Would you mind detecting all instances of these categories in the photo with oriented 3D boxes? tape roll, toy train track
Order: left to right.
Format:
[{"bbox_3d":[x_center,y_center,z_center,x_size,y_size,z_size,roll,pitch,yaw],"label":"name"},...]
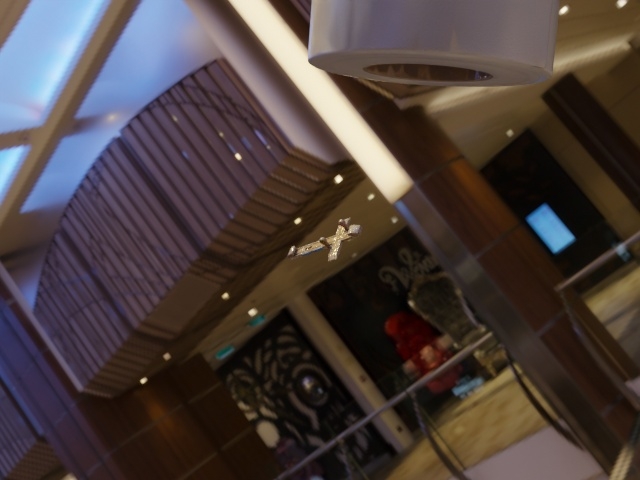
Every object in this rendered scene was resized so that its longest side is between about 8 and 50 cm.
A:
[{"bbox_3d":[0.000,0.000,0.672,0.083,0.014,0.048,-20,37,39],"label":"toy train track"},{"bbox_3d":[0.113,-0.250,0.764,0.246,0.169,0.246,5,6,-1],"label":"tape roll"}]
